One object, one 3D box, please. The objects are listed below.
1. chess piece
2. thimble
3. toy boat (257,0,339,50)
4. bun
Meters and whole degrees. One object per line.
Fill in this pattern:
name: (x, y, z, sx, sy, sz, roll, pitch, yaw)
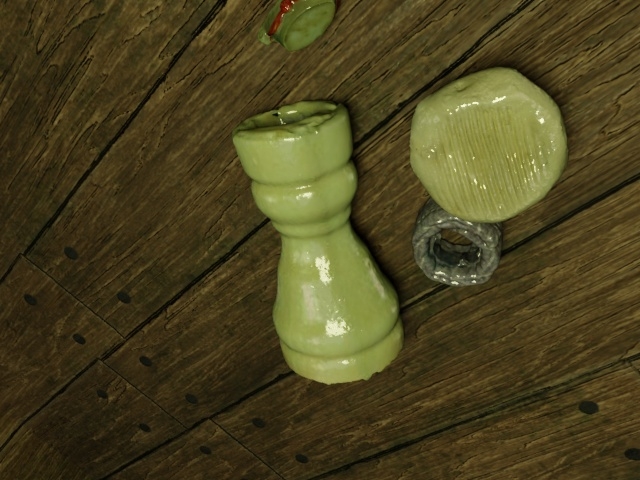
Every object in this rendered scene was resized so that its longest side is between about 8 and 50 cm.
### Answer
chess piece: (0.000, 0.000, 1.010, 0.234, 0.234, 0.442, -1, 119, 21)
thimble: (0.224, -0.005, 0.986, 0.150, 0.098, 0.150, 10, 128, 14)
toy boat: (-0.025, -0.330, 0.862, 0.089, 0.071, 0.185, 10, 144, -44)
bun: (0.239, -0.141, 0.859, 0.231, 0.133, 0.231, 9, 127, 12)
